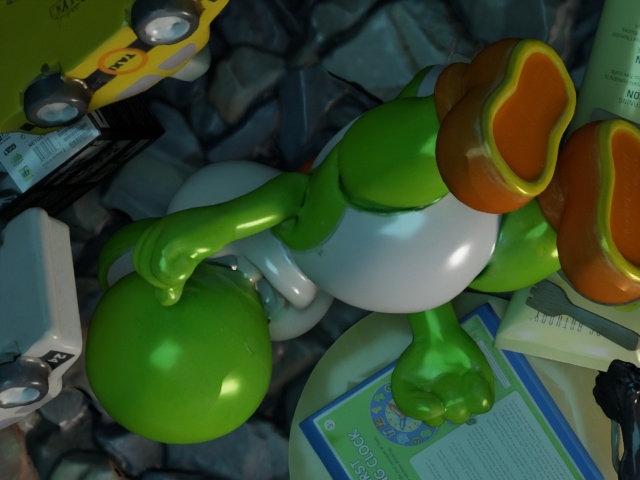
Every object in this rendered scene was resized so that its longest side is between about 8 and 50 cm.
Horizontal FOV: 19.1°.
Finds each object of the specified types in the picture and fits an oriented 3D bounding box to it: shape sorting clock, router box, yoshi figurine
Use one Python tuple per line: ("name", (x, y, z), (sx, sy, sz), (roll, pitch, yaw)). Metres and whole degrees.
("shape sorting clock", (0.083, 0.134, 1.170), (0.206, 0.040, 0.206), (0, 88, 2))
("router box", (-0.193, -0.032, 1.177), (0.179, 0.133, 0.046), (-36, 86, 12))
("yoshi figurine", (0.000, 0.027, 1.069), (0.362, 0.203, 0.203), (-18, 90, 40))

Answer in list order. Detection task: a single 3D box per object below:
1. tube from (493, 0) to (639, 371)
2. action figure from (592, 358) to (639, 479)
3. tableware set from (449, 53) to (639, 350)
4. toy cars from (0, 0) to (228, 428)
("tube", (0.177, -0.040, 1.133), (0.070, 0.062, 0.240), (21, 101, 39))
("action figure", (0.178, 0.208, 1.086), (0.164, 0.141, 0.275), (12, 105, -14))
("tableware set", (0.122, -0.026, 1.110), (0.194, 0.039, 0.128), (26, 104, 36))
("toy cars", (-0.141, -0.032, 1.048), (0.176, 0.087, 0.393), (34, 104, 46))
